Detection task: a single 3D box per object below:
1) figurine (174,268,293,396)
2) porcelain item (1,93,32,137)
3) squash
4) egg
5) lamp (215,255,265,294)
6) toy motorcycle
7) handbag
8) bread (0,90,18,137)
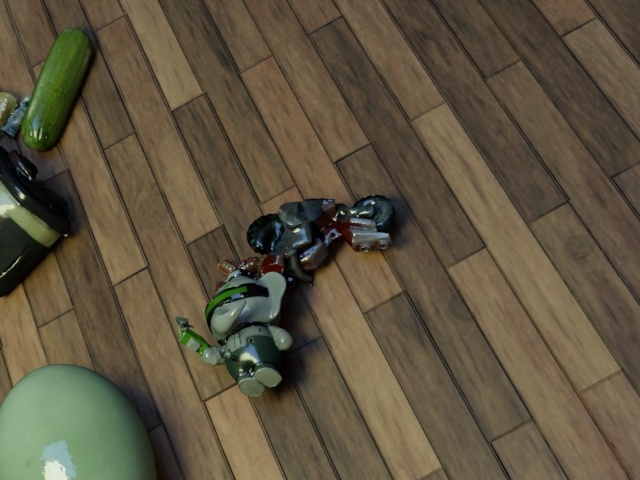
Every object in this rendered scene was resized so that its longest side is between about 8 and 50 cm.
[{"bbox_3d":[-0.099,0.115,1.656,0.147,0.126,0.192,-38,41,22],"label":"figurine"},{"bbox_3d":[-0.493,-0.207,2.051,0.036,0.028,0.083,17,67,31],"label":"porcelain item"},{"bbox_3d":[-0.430,-0.249,2.030,0.069,0.069,0.238,4,62,23],"label":"squash"},{"bbox_3d":[-0.313,0.286,1.580,0.203,0.203,0.282,-28,60,3],"label":"egg"},{"bbox_3d":[-0.106,0.050,1.751,0.083,0.031,0.063,-8,59,11],"label":"lamp"},{"bbox_3d":[0.000,0.000,1.707,0.213,0.082,0.122,-11,58,13],"label":"toy motorcycle"},{"bbox_3d":[-0.510,-0.059,1.879,0.181,0.181,0.254,-46,55,-3],"label":"handbag"},{"bbox_3d":[-0.545,-0.210,2.071,0.070,0.035,0.083,9,71,26],"label":"bread"}]
